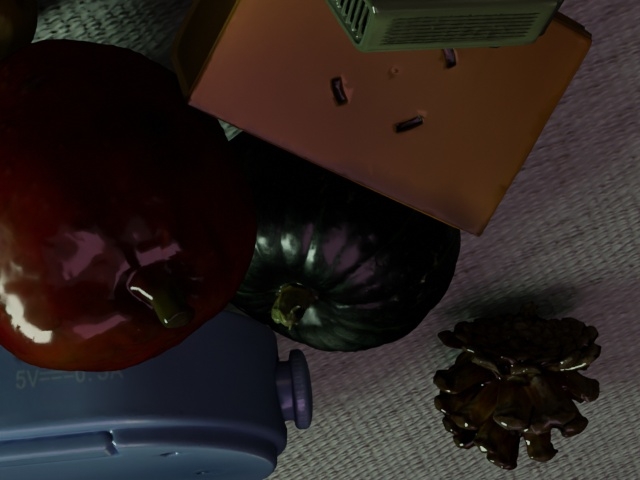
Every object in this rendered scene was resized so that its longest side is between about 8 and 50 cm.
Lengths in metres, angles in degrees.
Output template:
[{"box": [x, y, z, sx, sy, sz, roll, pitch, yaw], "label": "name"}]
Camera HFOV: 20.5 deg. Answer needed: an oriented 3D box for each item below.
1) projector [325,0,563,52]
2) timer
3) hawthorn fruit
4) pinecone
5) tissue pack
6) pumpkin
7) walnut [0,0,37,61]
[{"box": [0.054, -0.259, 1.268, 0.193, 0.269, 0.088, -4, 156, -16], "label": "projector"}, {"box": [-0.196, 0.153, 1.731, 0.395, 0.173, 0.395, -5, 162, -2], "label": "timer"}, {"box": [-0.177, -0.014, 1.412, 0.265, 0.307, 0.265, -13, 126, -18], "label": "hawthorn fruit"}, {"box": [0.204, 0.154, 1.857, 0.179, 0.150, 0.195, 0, 146, -7], "label": "pinecone"}, {"box": [0.045, -0.159, 1.430, 0.274, 0.145, 0.194, 24, 107, -21], "label": "tissue pack"}, {"box": [0.000, 0.000, 1.614, 0.250, 0.216, 0.250, 15, 138, 14], "label": "pumpkin"}, {"box": [-0.337, -0.166, 1.446, 0.211, 0.087, 0.167, 10, 153, -24], "label": "walnut"}]
